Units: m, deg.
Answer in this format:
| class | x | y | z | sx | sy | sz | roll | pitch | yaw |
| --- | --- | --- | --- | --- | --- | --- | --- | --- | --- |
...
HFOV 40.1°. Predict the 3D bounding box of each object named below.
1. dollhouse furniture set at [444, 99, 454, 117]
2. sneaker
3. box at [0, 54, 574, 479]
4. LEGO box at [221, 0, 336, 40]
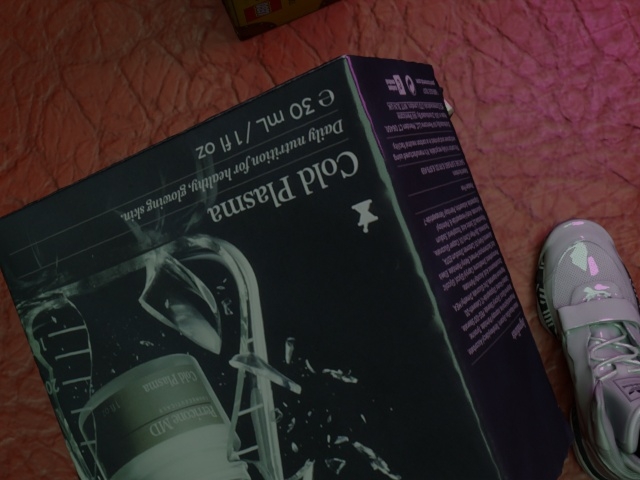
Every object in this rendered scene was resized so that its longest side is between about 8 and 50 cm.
| class | x | y | z | sx | sy | sz | roll | pitch | yaw |
| --- | --- | --- | --- | --- | --- | --- | --- | --- | --- |
| dollhouse furniture set | 0.131 | -0.094 | 1.185 | 0.184 | 0.129 | 0.129 | -42 | 86 | -3 |
| sneaker | 0.378 | 0.142 | 1.119 | 0.138 | 0.210 | 0.365 | -9 | 85 | 0 |
| box | -0.040 | 0.105 | 0.992 | 0.480 | 0.297 | 0.471 | -21 | 91 | 25 |
| LEGO box | -0.106 | -0.512 | 1.041 | 0.193 | 0.500 | 0.372 | -24 | 84 | -2 |
